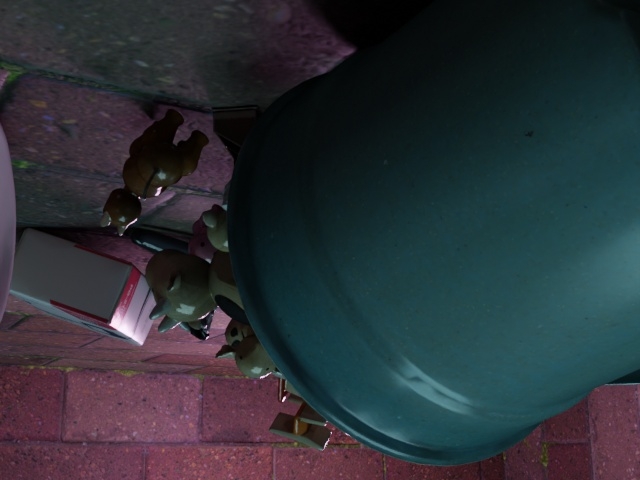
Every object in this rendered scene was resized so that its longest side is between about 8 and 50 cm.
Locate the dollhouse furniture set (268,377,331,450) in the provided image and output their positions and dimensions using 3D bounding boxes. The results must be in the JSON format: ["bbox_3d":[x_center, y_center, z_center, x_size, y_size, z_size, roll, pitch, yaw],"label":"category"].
[{"bbox_3d":[-0.011,0.138,1.337,0.135,0.259,0.262,15,126,15],"label":"dollhouse furniture set"}]

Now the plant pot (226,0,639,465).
[{"bbox_3d":[0.157,-0.048,0.582,0.341,0.341,0.334,7,155,-28],"label":"plant pot"}]

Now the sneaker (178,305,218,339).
[{"bbox_3d":[-0.175,0.105,1.468,0.228,0.132,0.086,11,161,-37],"label":"sneaker"}]

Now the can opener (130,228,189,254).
[{"bbox_3d":[-0.198,0.021,1.302,0.059,0.073,0.186,-3,158,41],"label":"can opener"}]

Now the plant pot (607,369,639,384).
[{"bbox_3d":[0.511,0.135,1.480,0.293,0.196,0.293,0,165,0],"label":"plant pot"}]

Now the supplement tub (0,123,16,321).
[{"bbox_3d":[-0.467,-0.017,0.786,0.331,0.241,0.241,2,165,-8],"label":"supplement tub"}]

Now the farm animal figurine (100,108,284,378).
[{"bbox_3d":[-0.074,0.044,0.870,0.326,0.172,0.330,11,151,40],"label":"farm animal figurine"}]

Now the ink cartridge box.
[{"bbox_3d":[-0.357,0.079,1.342,0.171,0.100,0.237,19,166,5],"label":"ink cartridge box"}]

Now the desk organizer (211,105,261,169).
[{"bbox_3d":[-0.074,-0.088,0.896,0.047,0.050,0.130,-3,165,8],"label":"desk organizer"}]
